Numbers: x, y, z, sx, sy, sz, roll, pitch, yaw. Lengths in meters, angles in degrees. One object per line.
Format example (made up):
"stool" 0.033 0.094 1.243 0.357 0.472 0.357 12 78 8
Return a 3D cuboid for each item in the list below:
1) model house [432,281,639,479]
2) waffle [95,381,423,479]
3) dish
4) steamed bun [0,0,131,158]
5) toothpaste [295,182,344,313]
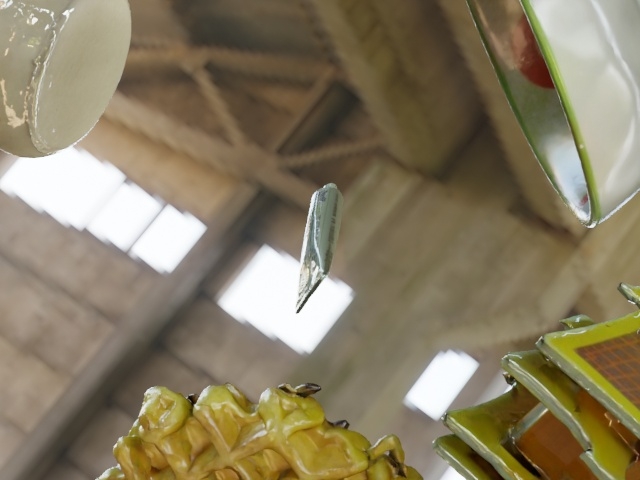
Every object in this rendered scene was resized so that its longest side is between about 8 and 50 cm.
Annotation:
"model house" 0.227 0.217 1.399 0.313 0.357 0.242 20 -46 -23
"waffle" -0.035 0.247 1.528 0.329 0.062 0.329 7 -63 14
"dish" 0.211 -0.181 1.616 0.324 0.124 0.324 -23 90 -90
"steamed bun" -0.321 -0.212 2.183 0.145 0.232 0.232 24 -20 17
"toothpaste" 0.000 0.000 1.706 0.029 0.048 0.197 31 27 -11
